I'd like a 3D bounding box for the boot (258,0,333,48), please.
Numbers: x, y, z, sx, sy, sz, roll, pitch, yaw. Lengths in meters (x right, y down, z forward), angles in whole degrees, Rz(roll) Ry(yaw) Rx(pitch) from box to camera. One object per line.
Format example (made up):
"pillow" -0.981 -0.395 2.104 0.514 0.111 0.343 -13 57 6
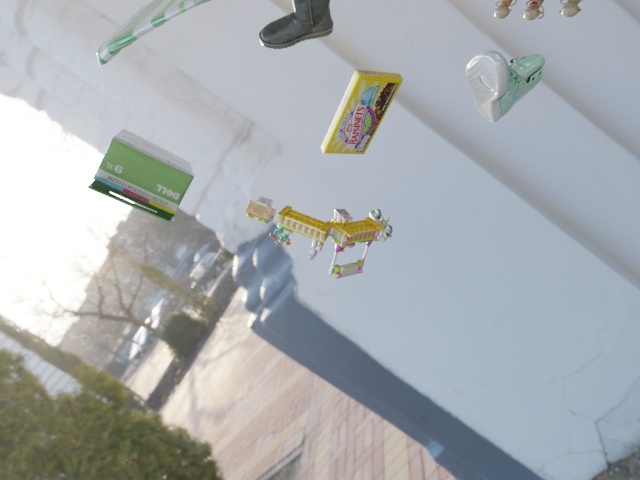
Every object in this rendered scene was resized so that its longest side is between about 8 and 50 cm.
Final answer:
"boot" -0.054 -0.518 1.234 0.190 0.076 0.208 -19 -19 -4

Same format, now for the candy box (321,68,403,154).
"candy box" 0.083 -0.262 1.204 0.205 0.105 0.027 117 143 -45

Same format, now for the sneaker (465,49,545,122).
"sneaker" 0.386 -0.352 1.179 0.151 0.094 0.256 -42 -18 6

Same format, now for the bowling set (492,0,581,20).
"bowling set" 0.618 -0.759 1.693 0.287 0.200 0.154 8 67 43

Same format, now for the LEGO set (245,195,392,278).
"LEGO set" 0.000 0.000 1.077 0.132 0.287 0.107 -118 37 -54

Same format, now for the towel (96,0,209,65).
"towel" -0.290 -0.471 1.160 0.325 0.038 0.247 -14 36 27

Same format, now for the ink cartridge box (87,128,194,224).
"ink cartridge box" -0.231 -0.090 0.763 0.062 0.109 0.209 -62 19 6
